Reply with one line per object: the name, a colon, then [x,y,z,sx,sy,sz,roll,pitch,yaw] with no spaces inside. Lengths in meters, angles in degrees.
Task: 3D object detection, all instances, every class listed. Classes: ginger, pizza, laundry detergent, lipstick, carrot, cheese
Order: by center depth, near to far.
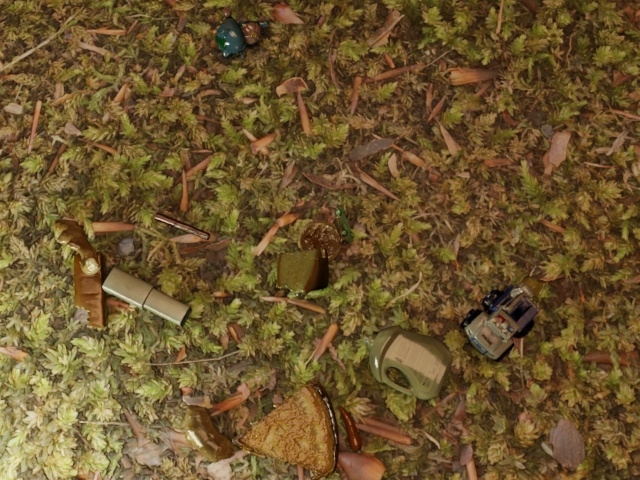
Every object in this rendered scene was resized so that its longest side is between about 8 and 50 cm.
pizza: [-0.066,0.555,1.760,0.287,0.074,0.251,-31,77,-9]
ginger: [-0.315,0.533,1.763,0.190,0.069,0.095,45,56,11]
carrot: [0.085,0.529,1.795,0.035,0.035,0.142,-18,68,-7]
laundry detergent: [0.236,0.334,1.823,0.253,0.091,0.181,25,80,5]
ginger: [-0.705,0.013,1.857,0.089,0.075,0.288,-4,36,-39]
lipstick: [-0.498,0.166,1.859,0.252,0.079,0.077,25,74,4]
cheese: [0.624,0.130,1.918,0.084,0.041,0.060,28,82,-5]
lipstick: [-0.417,-0.043,1.948,0.176,0.027,0.027,21,74,3]

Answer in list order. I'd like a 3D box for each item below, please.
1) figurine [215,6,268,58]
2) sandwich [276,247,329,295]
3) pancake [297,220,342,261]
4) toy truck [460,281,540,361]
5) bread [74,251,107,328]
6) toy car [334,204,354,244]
figurine: [-0.269,-0.688,2.104,0.178,0.114,0.144,-24,68,-20]
sandwich: [-0.051,0.087,1.808,0.122,0.235,0.128,-4,89,8]
pancake: [0.000,0.000,1.948,0.139,0.022,0.140,1,73,-2]
toy truck: [0.520,0.227,1.817,0.213,0.177,0.161,-43,80,-13]
bread: [-0.671,0.148,1.875,0.088,0.049,0.226,-5,75,-4]
toy car: [0.068,-0.050,1.947,0.035,0.059,0.122,-25,72,23]
